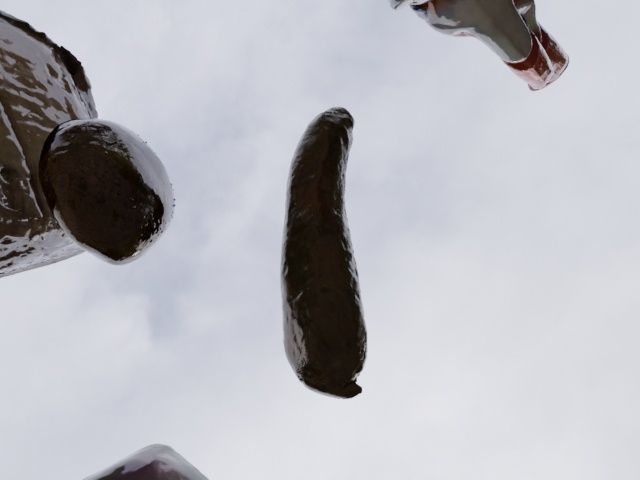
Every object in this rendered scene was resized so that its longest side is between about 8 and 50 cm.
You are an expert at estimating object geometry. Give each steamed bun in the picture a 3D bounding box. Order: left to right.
[{"bbox_3d":[-0.344,-0.072,0.579,0.199,0.301,0.252,-31,-108,25],"label":"steamed bun"}]

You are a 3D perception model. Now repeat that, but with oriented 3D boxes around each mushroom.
[{"bbox_3d":[-0.167,-0.039,0.516,0.087,0.127,0.127,-28,-72,10],"label":"mushroom"}]

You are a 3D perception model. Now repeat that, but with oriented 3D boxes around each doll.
[{"bbox_3d":[0.128,-0.211,0.562,0.099,0.384,0.188,-42,-105,21],"label":"doll"}]

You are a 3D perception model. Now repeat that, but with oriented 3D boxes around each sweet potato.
[{"bbox_3d":[0.000,0.000,0.585,0.075,0.075,0.274,3,-113,-13],"label":"sweet potato"}]

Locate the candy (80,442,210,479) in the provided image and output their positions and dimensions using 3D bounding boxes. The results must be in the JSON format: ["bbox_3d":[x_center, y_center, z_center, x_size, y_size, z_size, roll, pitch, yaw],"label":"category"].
[{"bbox_3d":[-0.123,0.385,0.616,0.145,0.208,0.359,-29,-59,-37],"label":"candy"}]
